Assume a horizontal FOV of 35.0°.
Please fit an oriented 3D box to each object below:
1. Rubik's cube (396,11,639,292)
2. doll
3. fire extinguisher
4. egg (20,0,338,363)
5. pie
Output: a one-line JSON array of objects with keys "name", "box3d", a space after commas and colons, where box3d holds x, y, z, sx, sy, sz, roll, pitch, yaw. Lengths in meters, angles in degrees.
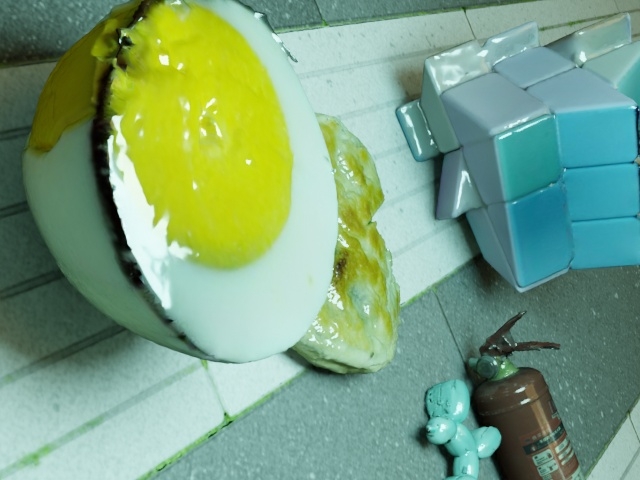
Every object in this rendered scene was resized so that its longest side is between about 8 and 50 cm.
[{"name": "Rubik's cube", "box3d": [0.329, -0.131, 1.500, 0.368, 0.358, 0.387, -126, -162, -53]}, {"name": "doll", "box3d": [0.180, 0.279, 1.301, 0.159, 0.059, 0.158, 59, 33, -16]}, {"name": "fire extinguisher", "box3d": [0.303, 0.262, 1.400, 0.106, 0.147, 0.337, -27, 95, -58]}, {"name": "egg", "box3d": [-0.140, -0.045, 0.907, 0.337, 0.201, 0.337, 21, 63, -48]}, {"name": "pie", "box3d": [0.000, 0.000, 1.187, 0.337, 0.075, 0.338, 29, 50, -43]}]
